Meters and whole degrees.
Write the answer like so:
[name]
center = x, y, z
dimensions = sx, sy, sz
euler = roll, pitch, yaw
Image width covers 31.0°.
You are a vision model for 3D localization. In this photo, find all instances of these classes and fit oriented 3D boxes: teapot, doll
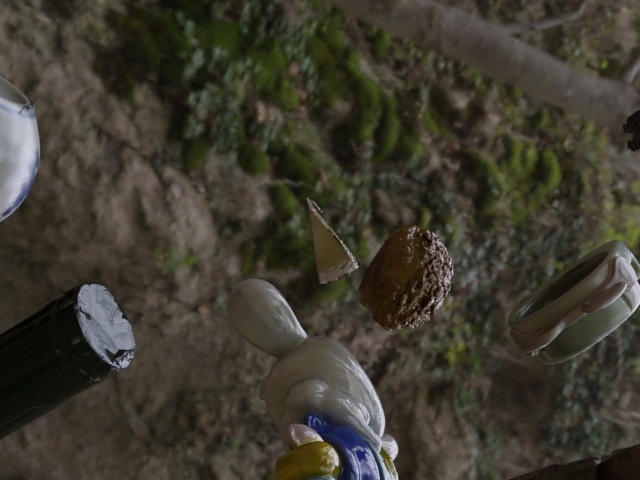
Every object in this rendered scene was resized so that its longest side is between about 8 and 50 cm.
[teapot]
center = -0.505, -0.099, 1.491
dimensions = 0.280, 0.252, 0.424
euler = -56, 173, 9
[doll]
center = 0.009, 0.270, 1.486
dimensions = 0.187, 0.376, 0.365
euler = -46, -153, 19

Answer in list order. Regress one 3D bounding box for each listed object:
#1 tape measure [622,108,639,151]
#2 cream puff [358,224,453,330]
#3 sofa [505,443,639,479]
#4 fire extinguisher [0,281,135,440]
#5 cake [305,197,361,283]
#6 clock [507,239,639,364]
[tape measure]
center = 0.568, -0.160, 1.561
dimensions = 0.207, 0.235, 0.115
euler = -46, -146, 44
[cream puff]
center = 0.119, 0.054, 1.527
dimensions = 0.144, 0.103, 0.126
euler = -58, 156, -3
[sofa]
center = 0.232, 0.303, 1.105
dimensions = 0.182, 0.258, 0.200
euler = 82, -5, -67
[fire extinguisher]
center = -0.334, 0.159, 1.169
dimensions = 0.311, 0.095, 0.114
euler = -29, -141, 19
[cake]
center = 0.000, 0.000, 1.660
dimensions = 0.065, 0.121, 0.052
euler = -31, -165, 8
[clock]
center = 0.270, 0.071, 1.217
dimensions = 0.151, 0.062, 0.191
euler = -37, 180, 15
